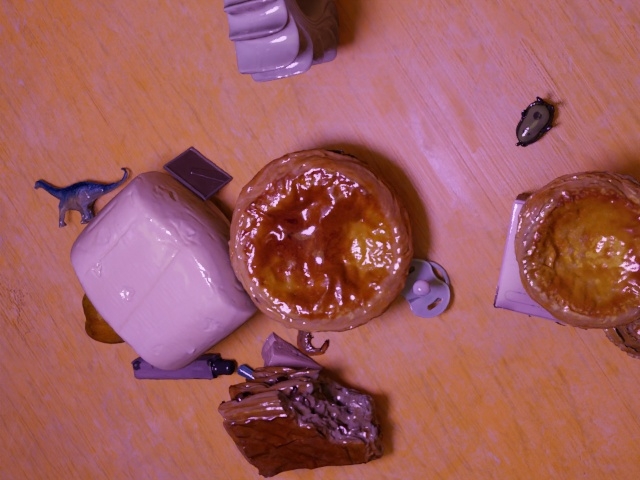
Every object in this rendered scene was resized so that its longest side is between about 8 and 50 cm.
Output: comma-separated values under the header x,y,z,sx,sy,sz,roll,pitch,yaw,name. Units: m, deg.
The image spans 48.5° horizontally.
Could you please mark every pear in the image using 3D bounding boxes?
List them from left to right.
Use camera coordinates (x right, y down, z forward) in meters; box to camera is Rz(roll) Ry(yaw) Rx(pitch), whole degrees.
x,y,z,sx,sy,sz,roll,pitch,yaw,name
-0.578,0.196,2.014,0.199,0.200,0.200,6,105,23,pear

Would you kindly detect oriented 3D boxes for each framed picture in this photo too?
x,y,z,sx,sy,sz,roll,pitch,yaw,name
-0.319,-0.176,1.849,0.149,0.109,0.011,38,142,11,framed picture

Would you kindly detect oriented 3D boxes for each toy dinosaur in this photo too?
x,y,z,sx,sy,sz,roll,pitch,yaw,name
-0.691,-0.118,2.046,0.362,0.076,0.147,-4,94,29,toy dinosaur

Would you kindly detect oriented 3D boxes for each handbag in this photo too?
x,y,z,sx,sy,sz,roll,pitch,yaw,name
0.454,-0.247,1.515,0.072,0.047,0.111,35,112,14,handbag

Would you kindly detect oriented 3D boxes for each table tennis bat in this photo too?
x,y,z,sx,sy,sz,roll,pitch,yaw,name
-0.139,0.397,1.954,0.201,0.033,0.124,26,112,11,table tennis bat

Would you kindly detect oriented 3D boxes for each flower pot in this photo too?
x,y,z,sx,sy,sz,roll,pitch,yaw,name
-0.065,-0.489,1.518,0.164,0.367,0.254,-5,108,25,flower pot

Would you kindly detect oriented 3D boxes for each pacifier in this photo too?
x,y,z,sx,sy,sz,roll,pitch,yaw,name
0.243,0.108,1.665,0.126,0.116,0.150,-33,84,2,pacifier

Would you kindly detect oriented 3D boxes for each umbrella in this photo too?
x,y,z,sx,sy,sz,roll,pitch,yaw,name
-0.395,0.364,2.039,0.337,0.067,0.073,-6,114,25,umbrella

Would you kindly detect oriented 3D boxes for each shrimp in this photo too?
x,y,z,sx,sy,sz,roll,pitch,yaw,name
-0.024,0.244,1.866,0.090,0.025,0.127,1,107,24,shrimp

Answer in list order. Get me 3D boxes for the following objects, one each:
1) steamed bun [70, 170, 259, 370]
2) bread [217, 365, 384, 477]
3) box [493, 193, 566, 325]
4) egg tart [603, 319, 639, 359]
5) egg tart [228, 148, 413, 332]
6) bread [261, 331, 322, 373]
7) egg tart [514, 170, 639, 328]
x,y,z,sx,sy,sz,roll,pitch,yaw,name
-0.374,0.068,1.836,0.371,0.290,0.456,-39,86,23,steamed bun
-0.039,0.438,1.805,0.369,0.192,0.314,-11,127,11,bread
0.500,0.042,1.534,0.203,0.106,0.252,12,108,20,box
0.696,0.142,1.477,0.240,0.106,0.241,4,101,20,egg tart
0.000,0.000,1.683,0.442,0.178,0.444,1,97,9,egg tart
-0.079,0.322,1.912,0.152,0.105,0.077,19,113,-15,bread
0.532,0.013,1.393,0.318,0.128,0.319,4,102,16,egg tart
